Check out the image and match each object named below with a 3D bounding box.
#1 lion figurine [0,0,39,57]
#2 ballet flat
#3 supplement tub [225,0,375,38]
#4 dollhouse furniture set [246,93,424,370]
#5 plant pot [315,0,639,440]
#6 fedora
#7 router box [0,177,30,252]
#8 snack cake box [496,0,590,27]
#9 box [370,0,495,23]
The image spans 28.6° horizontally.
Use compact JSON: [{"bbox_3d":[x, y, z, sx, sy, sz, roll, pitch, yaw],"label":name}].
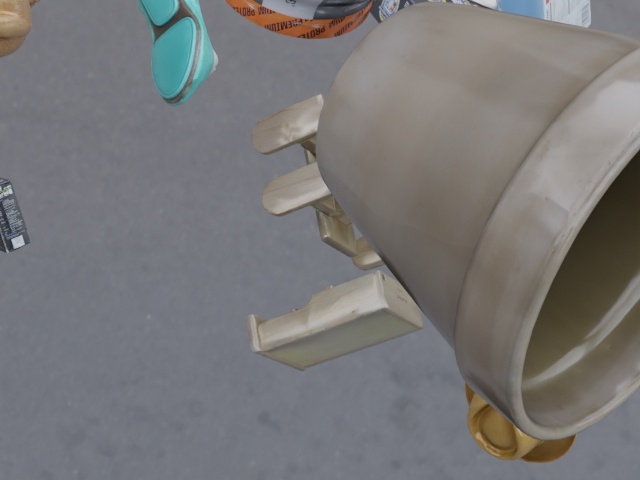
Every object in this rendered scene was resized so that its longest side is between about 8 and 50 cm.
[{"bbox_3d":[-0.350,-0.241,1.216,0.240,0.142,0.392,5,33,-22],"label":"lion figurine"},{"bbox_3d":[-0.166,-0.249,1.552,0.087,0.083,0.247,31,31,-44],"label":"ballet flat"},{"bbox_3d":[0.013,-0.333,1.031,0.194,0.316,0.193,9,47,-10],"label":"supplement tub"},{"bbox_3d":[0.000,0.000,1.393,0.212,0.161,0.242,31,43,-56],"label":"dollhouse furniture set"},{"bbox_3d":[0.159,-0.052,1.000,0.323,0.323,0.280,-19,44,-40],"label":"plant pot"},{"bbox_3d":[0.256,0.236,1.703,0.194,0.194,0.079,42,48,13],"label":"fedora"},{"bbox_3d":[-0.442,-0.040,1.676,0.038,0.092,0.122,-28,25,-31],"label":"router box"},{"bbox_3d":[0.344,-0.425,1.949,0.089,0.264,0.152,19,46,35],"label":"snack cake box"},{"bbox_3d":[0.191,-0.251,1.632,0.216,0.060,0.270,16,28,-32],"label":"box"}]
